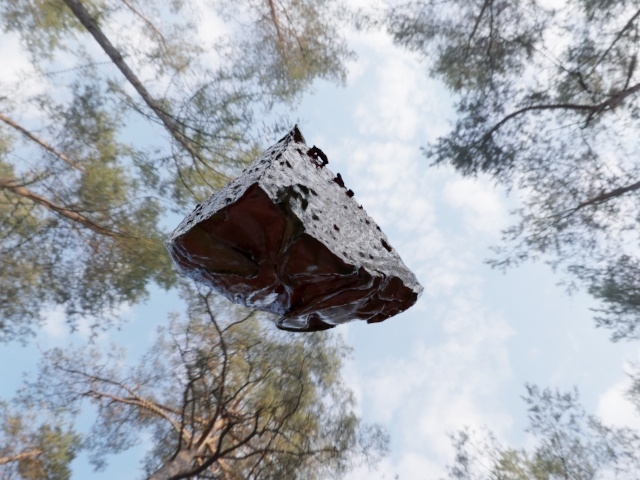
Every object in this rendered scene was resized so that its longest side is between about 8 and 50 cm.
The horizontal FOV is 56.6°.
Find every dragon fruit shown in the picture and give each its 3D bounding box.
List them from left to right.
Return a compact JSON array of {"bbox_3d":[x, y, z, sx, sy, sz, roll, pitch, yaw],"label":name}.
[{"bbox_3d":[0.000,0.000,0.735,0.330,0.302,0.240,26,-92,-14],"label":"dragon fruit"}]
